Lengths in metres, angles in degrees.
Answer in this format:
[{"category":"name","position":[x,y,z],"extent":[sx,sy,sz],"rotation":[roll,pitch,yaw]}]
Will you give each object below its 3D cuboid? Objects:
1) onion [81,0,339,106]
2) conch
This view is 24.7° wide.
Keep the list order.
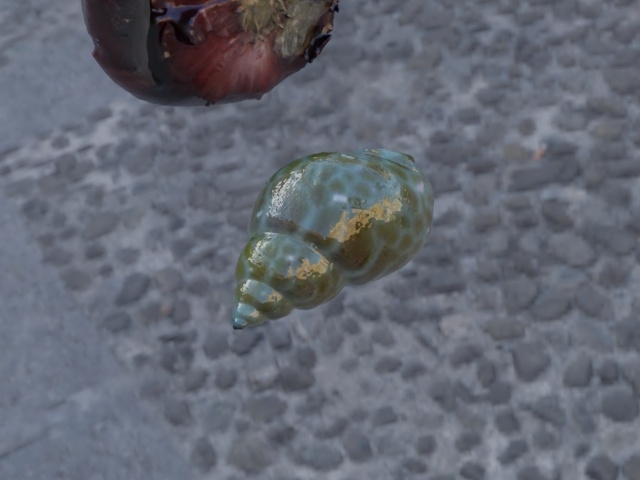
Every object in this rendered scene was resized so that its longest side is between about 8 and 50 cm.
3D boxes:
[{"category":"onion","position":[-0.120,-0.257,1.401],"extent":[0.272,0.272,0.195],"rotation":[-31,40,-20]},{"category":"conch","position":[0.010,-0.010,1.118],"extent":[0.173,0.116,0.106],"rotation":[-5,29,-11]}]
